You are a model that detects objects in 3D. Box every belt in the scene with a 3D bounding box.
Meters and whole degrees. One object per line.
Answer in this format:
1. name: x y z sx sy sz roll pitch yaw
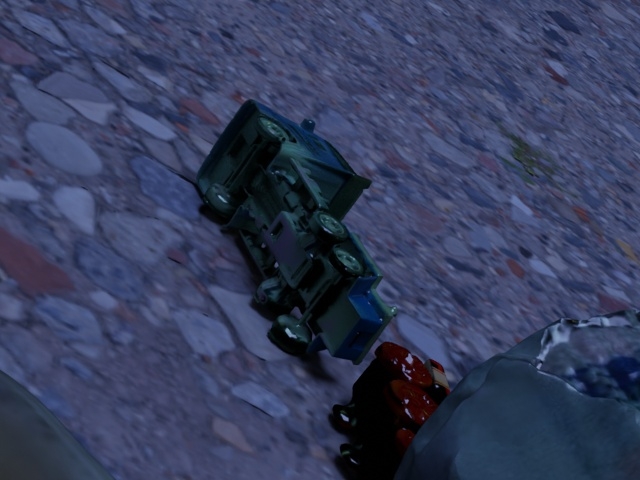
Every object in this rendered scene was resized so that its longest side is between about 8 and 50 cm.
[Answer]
1. belt: 0.136 0.144 0.678 0.257 0.207 0.150 26 20 -40

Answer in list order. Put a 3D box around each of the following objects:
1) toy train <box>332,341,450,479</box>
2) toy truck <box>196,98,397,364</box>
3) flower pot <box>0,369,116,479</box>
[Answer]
1. toy train: 0.054 0.106 0.845 0.087 0.050 0.138 32 21 -20
2. toy truck: 0.000 0.000 0.955 0.081 0.067 0.175 17 28 -38
3. flower pot: -0.133 0.123 0.344 0.246 0.195 0.246 25 24 -12
